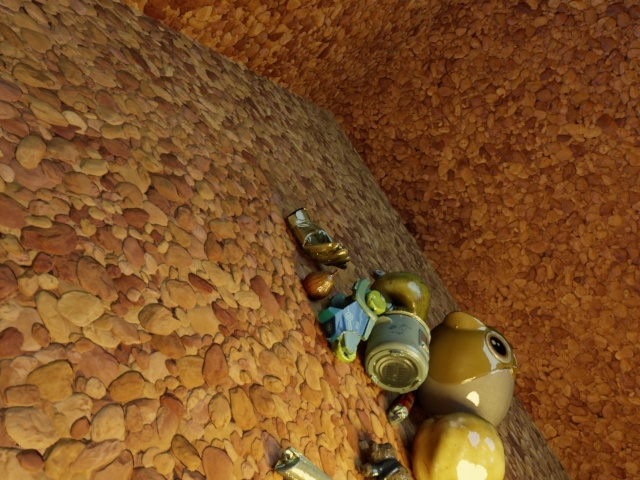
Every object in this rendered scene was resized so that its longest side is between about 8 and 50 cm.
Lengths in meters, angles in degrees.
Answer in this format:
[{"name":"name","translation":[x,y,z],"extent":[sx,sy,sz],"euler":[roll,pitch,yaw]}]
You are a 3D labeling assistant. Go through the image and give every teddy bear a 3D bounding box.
[{"name":"teddy bear","translation":[0.213,0.725,1.326],"extent":[0.182,0.129,0.252],"euler":[40,27,-35]}]

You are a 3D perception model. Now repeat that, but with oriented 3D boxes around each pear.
[{"name":"pear","translation":[0.361,0.290,2.060],"extent":[0.304,0.303,0.304],"euler":[43,25,-25]}]

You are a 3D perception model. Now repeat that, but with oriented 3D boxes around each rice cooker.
[{"name":"rice cooker","translation":[0.308,0.433,1.767],"extent":[0.316,0.264,0.317],"euler":[44,29,-32]}]

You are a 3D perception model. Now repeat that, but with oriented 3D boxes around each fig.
[{"name":"fig","translation":[-0.003,0.154,1.715],"extent":[0.118,0.153,0.119],"euler":[19,21,-8]}]

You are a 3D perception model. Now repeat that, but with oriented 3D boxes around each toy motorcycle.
[{"name":"toy motorcycle","translation":[0.098,0.294,1.676],"extent":[0.200,0.191,0.326],"euler":[47,37,-7]}]

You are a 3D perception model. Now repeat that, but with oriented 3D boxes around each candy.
[{"name":"candy","translation":[0.311,0.642,1.704],"extent":[0.059,0.086,0.292],"euler":[51,20,12]}]

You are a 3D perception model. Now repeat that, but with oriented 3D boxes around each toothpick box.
[{"name":"toothpick box","translation":[0.620,0.546,1.874],"extent":[0.408,0.408,0.426],"euler":[31,68,-44]}]

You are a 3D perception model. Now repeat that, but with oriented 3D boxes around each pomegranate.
[{"name":"pomegranate","translation":[0.488,0.770,1.553],"extent":[0.332,0.332,0.333],"euler":[43,25,-25]}]

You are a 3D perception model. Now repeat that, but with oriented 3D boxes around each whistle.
[{"name":"whistle","translation":[0.010,0.638,1.135],"extent":[0.326,0.057,0.068],"euler":[45,66,-19]}]

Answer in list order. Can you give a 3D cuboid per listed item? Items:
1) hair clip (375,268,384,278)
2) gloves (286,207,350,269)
[{"name":"hair clip","translation":[0.386,0.225,2.463],"extent":[0.292,0.084,0.106],"euler":[27,39,-40]},{"name":"gloves","translation":[-0.013,0.009,1.891],"extent":[0.331,0.141,0.154],"euler":[47,-5,8]}]
